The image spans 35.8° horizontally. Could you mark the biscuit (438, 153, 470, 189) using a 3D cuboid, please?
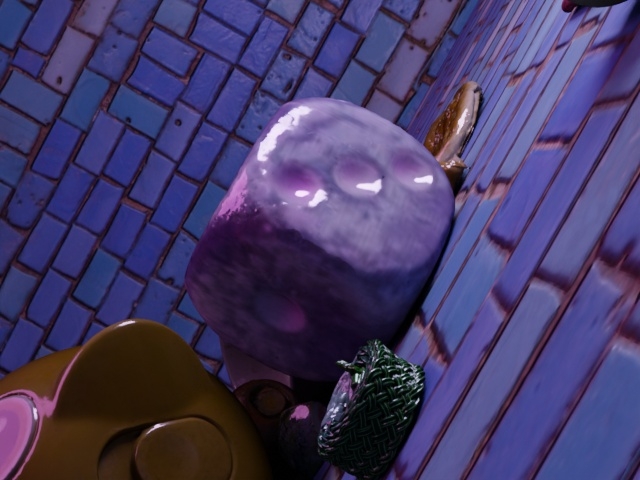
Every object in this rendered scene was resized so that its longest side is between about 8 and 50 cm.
[{"bbox_3d":[0.158,-0.076,1.442,0.118,0.061,0.183,-62,3,-1],"label":"biscuit"}]

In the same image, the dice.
[{"bbox_3d":[0.000,0.000,1.299,0.270,0.270,0.271,-57,4,49],"label":"dice"}]

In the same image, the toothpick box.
[{"bbox_3d":[-0.263,0.324,1.170,0.425,0.409,0.409,-41,15,44],"label":"toothpick box"}]

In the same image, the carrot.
[{"bbox_3d":[-0.098,0.315,1.418,0.302,0.138,0.139,103,-169,-50],"label":"carrot"}]

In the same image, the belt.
[{"bbox_3d":[0.039,0.154,0.940,0.121,0.079,0.151,-61,1,11],"label":"belt"}]

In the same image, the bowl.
[{"bbox_3d":[-0.045,0.145,1.534,0.289,0.146,0.289,35,130,55],"label":"bowl"}]

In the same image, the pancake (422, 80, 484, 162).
[{"bbox_3d":[0.200,-0.155,1.670,0.282,0.049,0.282,-60,5,10],"label":"pancake"}]

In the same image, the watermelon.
[{"bbox_3d":[-0.009,0.254,1.267,0.084,0.072,0.092,-35,63,59],"label":"watermelon"}]

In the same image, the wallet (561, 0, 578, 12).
[{"bbox_3d":[0.334,-0.332,1.125,0.119,0.025,0.232,-61,1,1],"label":"wallet"}]

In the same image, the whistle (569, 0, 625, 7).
[{"bbox_3d":[0.281,-0.333,0.919,0.294,0.141,0.141,-60,2,-21],"label":"whistle"}]
